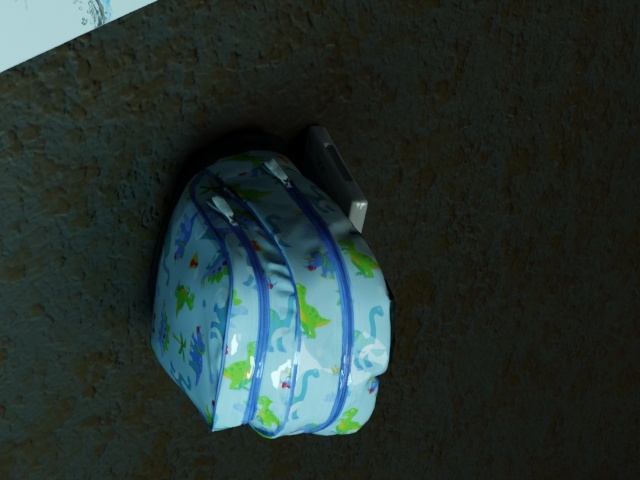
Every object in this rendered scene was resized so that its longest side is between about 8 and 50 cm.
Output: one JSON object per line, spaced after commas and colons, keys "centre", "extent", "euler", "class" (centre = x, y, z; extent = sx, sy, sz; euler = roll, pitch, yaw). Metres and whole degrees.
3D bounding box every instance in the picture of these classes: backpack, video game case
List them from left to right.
{"centre": [-0.059, 0.072, 1.766], "extent": [0.273, 0.355, 0.290], "euler": [-2, 118, -41], "class": "backpack"}
{"centre": [0.000, 0.000, 1.937], "extent": [0.023, 0.193, 0.212], "euler": [2, 120, -18], "class": "video game case"}

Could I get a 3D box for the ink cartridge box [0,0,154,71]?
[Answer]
{"centre": [-0.261, -0.278, 1.404], "extent": [0.233, 0.171, 0.168], "euler": [-32, 138, -32], "class": "ink cartridge box"}
